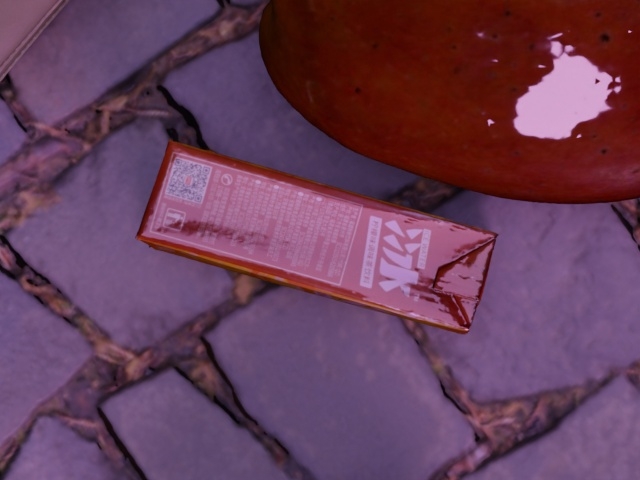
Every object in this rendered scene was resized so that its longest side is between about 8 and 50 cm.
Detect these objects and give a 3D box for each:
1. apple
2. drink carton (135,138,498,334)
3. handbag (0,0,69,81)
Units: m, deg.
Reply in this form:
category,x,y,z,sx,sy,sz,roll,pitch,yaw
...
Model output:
category,x,y,z,sx,sy,sz,roll,pitch,yaw
apple,0.133,-0.194,1.258,0.365,0.295,0.329,-7,58,-7
drink carton,0.000,0.000,1.297,0.223,0.096,0.071,16,87,3
handbag,-0.159,-0.274,1.252,0.160,0.237,0.358,42,89,6
